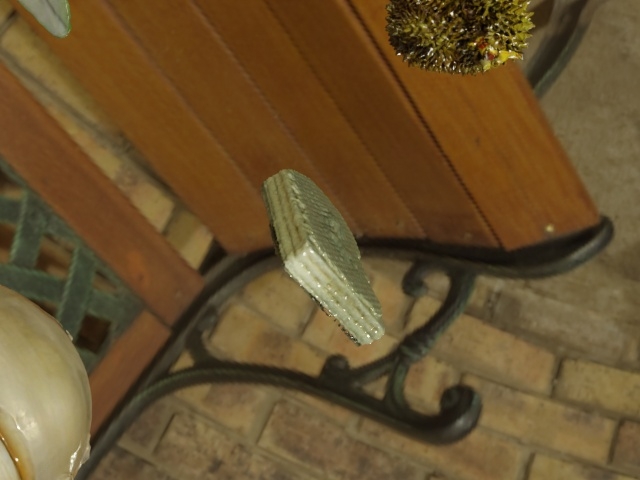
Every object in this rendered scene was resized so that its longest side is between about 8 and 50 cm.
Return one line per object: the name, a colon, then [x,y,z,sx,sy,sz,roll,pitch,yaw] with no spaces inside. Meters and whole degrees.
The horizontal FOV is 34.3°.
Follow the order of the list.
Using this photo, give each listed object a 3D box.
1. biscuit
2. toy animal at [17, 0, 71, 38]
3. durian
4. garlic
biscuit: [0.000,0.000,1.166,0.052,0.252,0.150,-36,118,10]
toy animal: [-0.170,-0.188,0.459,0.041,0.217,0.075,-32,161,33]
durian: [0.265,-0.428,1.957,0.293,0.258,0.258,17,149,50]
garlic: [-0.403,0.206,1.185,0.249,0.286,0.313,5,113,63]
